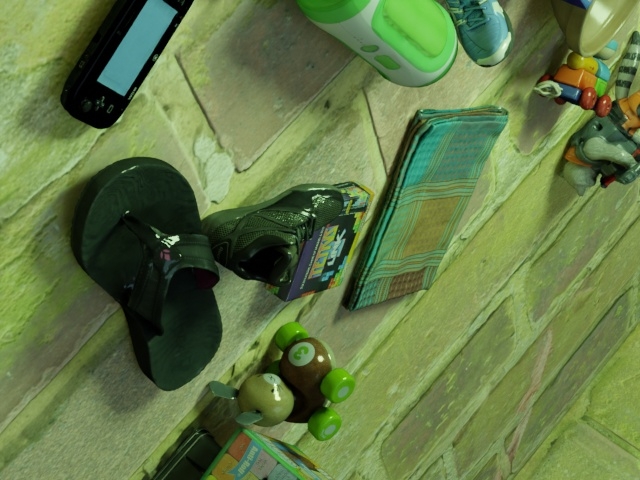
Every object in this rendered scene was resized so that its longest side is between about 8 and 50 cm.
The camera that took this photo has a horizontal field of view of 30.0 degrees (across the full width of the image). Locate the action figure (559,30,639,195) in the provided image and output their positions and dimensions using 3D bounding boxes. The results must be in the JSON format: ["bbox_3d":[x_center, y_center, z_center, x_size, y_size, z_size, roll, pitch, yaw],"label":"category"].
[{"bbox_3d":[0.604,-0.240,2.423,0.330,0.179,0.341,-54,179,9],"label":"action figure"}]

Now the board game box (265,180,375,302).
[{"bbox_3d":[0.000,0.000,1.797,0.141,0.048,0.170,-16,132,-51],"label":"board game box"}]

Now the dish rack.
[{"bbox_3d":[-0.197,0.434,1.926,0.208,0.074,0.271,-48,152,-11],"label":"dish rack"}]

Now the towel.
[{"bbox_3d":[0.182,-0.056,2.029,0.271,0.040,0.370,-12,129,-51],"label":"towel"}]

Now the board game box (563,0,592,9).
[{"bbox_3d":[0.335,-0.496,1.580,0.233,0.078,0.347,-56,144,-1],"label":"board game box"}]

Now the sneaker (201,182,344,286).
[{"bbox_3d":[-0.041,-0.004,1.613,0.228,0.130,0.087,-18,135,-36],"label":"sneaker"}]

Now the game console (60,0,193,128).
[{"bbox_3d":[-0.151,-0.276,1.286,0.361,0.044,0.213,-57,151,2],"label":"game console"}]

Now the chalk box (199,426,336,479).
[{"bbox_3d":[-0.084,0.411,1.807,0.180,0.179,0.289,-53,152,-2],"label":"chalk box"}]

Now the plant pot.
[{"bbox_3d":[0.454,-0.431,1.969,0.237,0.110,0.237,-44,157,-24],"label":"plant pot"}]

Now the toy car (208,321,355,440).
[{"bbox_3d":[-0.073,0.228,1.835,0.188,0.155,0.148,-8,127,-38],"label":"toy car"}]

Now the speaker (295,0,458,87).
[{"bbox_3d":[0.075,-0.292,1.530,0.131,0.131,0.296,-59,151,5],"label":"speaker"}]

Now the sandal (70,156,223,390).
[{"bbox_3d":[-0.184,0.056,1.510,0.167,0.107,0.445,-45,149,-20],"label":"sandal"}]

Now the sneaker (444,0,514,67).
[{"bbox_3d":[0.201,-0.327,1.643,0.080,0.211,0.081,-33,147,23],"label":"sneaker"}]

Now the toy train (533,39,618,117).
[{"bbox_3d":[0.455,-0.313,2.126,0.248,0.105,0.143,7,103,-59],"label":"toy train"}]
